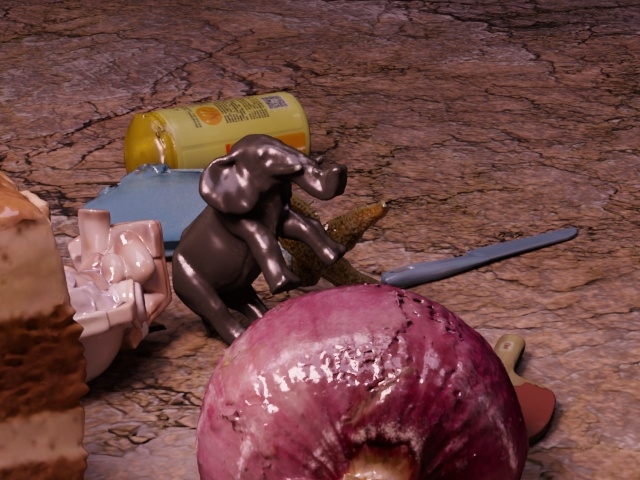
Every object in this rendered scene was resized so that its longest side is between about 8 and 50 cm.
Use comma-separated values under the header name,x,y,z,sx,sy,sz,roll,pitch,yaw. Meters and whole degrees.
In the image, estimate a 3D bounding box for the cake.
name,x,y,z,sx,sy,sz,roll,pitch,yaw
cake,-0.332,0.087,1.359,0.282,0.290,0.256,-8,20,-29

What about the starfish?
name,x,y,z,sx,sy,sz,roll,pitch,yaw
starfish,-0.001,0.002,1.808,0.223,0.217,0.050,35,46,-17

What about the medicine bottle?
name,x,y,z,sx,sy,sz,roll,pitch,yaw
medicine bottle,-0.137,-0.119,2.250,0.239,0.124,0.124,-13,21,-30

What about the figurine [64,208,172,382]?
name,x,y,z,sx,sy,sz,roll,pitch,yaw
figurine,-0.234,0.059,1.658,0.163,0.141,0.237,-7,15,28

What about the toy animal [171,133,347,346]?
name,x,y,z,sx,sy,sz,roll,pitch,yaw
toy animal,-0.064,-0.003,1.698,0.146,0.245,0.114,49,21,20

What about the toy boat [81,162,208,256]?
name,x,y,z,sx,sy,sz,roll,pitch,yaw
toy boat,-0.164,-0.031,2.013,0.238,0.109,0.098,-3,-12,21

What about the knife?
name,x,y,z,sx,sy,sz,roll,pitch,yaw
knife,0.184,0.016,1.974,0.313,0.019,0.044,-13,18,-37

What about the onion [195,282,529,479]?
name,x,y,z,sx,sy,sz,roll,pitch,yaw
onion,0.033,0.104,1.459,0.267,0.159,0.348,-1,21,1

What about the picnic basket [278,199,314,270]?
name,x,y,z,sx,sy,sz,roll,pitch,yaw
picnic basket,-0.023,0.000,1.958,0.083,0.065,0.083,10,37,45

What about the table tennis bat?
name,x,y,z,sx,sy,sz,roll,pitch,yaw
table tennis bat,0.152,0.137,1.590,0.131,0.022,0.234,2,19,16
